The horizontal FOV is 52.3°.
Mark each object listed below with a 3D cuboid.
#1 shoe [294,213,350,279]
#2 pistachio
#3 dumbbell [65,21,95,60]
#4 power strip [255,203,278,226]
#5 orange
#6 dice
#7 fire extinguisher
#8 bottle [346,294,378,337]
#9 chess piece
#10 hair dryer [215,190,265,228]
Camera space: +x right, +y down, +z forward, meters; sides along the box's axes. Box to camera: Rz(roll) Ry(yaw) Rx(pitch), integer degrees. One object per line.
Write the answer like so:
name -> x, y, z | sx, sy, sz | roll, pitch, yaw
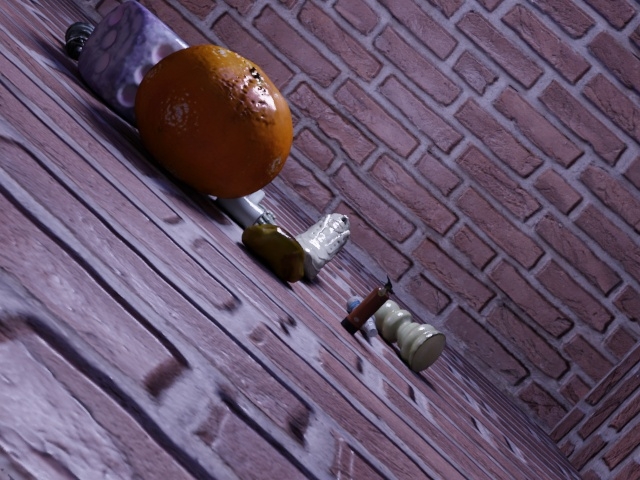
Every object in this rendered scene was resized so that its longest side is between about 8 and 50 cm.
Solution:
shoe -> 0.000, 0.000, 1.946 | 0.132, 0.210, 0.342 | 43, 5, 4
pistachio -> -0.105, 0.019, 1.598 | 0.189, 0.100, 0.110 | 40, 9, -14
dumbbell -> -0.748, -0.612, 2.037 | 0.110, 0.110, 0.254 | 40, 11, -29
power strip -> -0.181, -0.072, 2.003 | 0.213, 0.064, 0.198 | 44, 3, 28
orange -> -0.261, -0.314, 1.674 | 0.424, 0.326, 0.424 | 31, 28, -19
dice -> -0.507, -0.495, 1.877 | 0.270, 0.270, 0.271 | 36, 8, -47
fire extinguisher -> 0.128, 0.167, 1.704 | 0.062, 0.177, 0.050 | 42, 6, -10
bottle -> 0.126, 0.223, 1.886 | 0.060, 0.060, 0.217 | 41, 4, -19
chess piece -> 0.256, 0.278, 2.047 | 0.251, 0.144, 0.144 | 40, 2, 41
hair dryer -> -0.207, -0.120, 1.883 | 0.131, 0.073, 0.236 | 41, 22, -3
